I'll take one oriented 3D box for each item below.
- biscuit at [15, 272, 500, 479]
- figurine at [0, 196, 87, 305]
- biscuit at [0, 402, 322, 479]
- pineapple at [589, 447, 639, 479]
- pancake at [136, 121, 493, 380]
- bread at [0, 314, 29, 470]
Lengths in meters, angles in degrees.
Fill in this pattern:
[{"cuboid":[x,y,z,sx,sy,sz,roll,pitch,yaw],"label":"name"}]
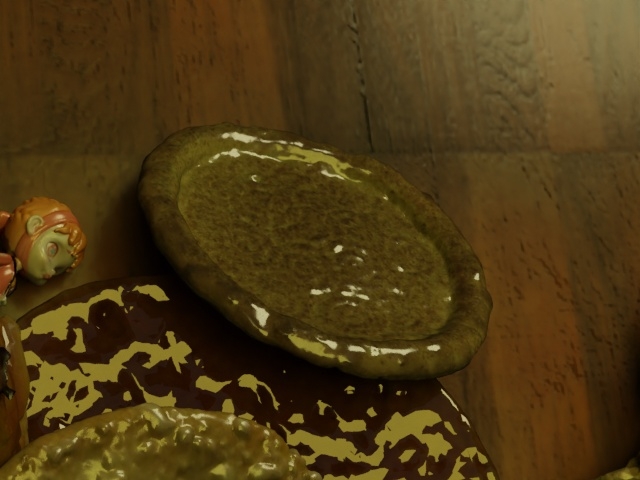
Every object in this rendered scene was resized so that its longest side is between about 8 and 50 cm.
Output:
[{"cuboid":[-0.074,0.205,0.895,0.350,0.070,0.394,15,68,-5],"label":"biscuit"},{"cuboid":[-0.163,0.015,0.937,0.047,0.064,0.109,38,54,20],"label":"figurine"},{"cuboid":[-0.076,0.174,0.803,0.220,0.033,0.220,-4,97,-30],"label":"biscuit"},{"cuboid":[0.279,0.084,0.936,0.209,0.286,0.344,-4,73,-20],"label":"pineapple"},{"cuboid":[-0.001,0.001,0.961,0.199,0.021,0.199,17,33,-12],"label":"pancake"},{"cuboid":[-0.295,0.066,0.805,0.344,0.149,0.195,-9,65,-14],"label":"bread"}]
